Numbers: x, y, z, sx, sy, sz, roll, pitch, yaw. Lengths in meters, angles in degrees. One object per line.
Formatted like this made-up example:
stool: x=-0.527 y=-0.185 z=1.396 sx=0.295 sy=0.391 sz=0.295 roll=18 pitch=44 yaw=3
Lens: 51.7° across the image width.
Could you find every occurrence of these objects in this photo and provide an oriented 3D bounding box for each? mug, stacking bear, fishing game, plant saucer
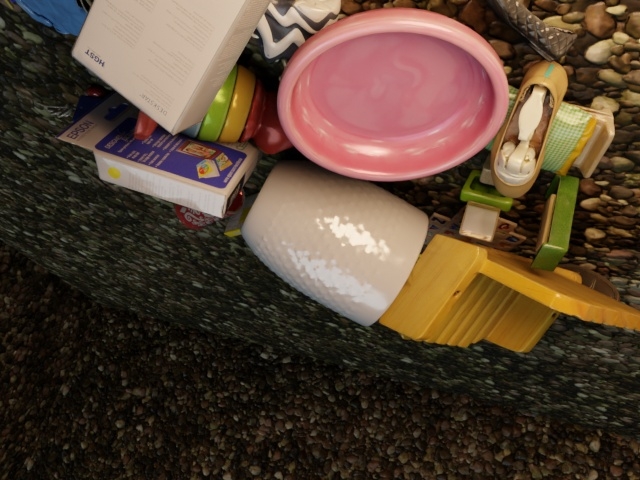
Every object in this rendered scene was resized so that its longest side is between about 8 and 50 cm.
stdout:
mug: x=-0.287 y=-0.103 z=1.659 sx=0.150 sy=0.113 sz=0.169 roll=33 pitch=152 yaw=-34
stacking bear: x=-0.163 y=-0.237 z=1.173 sx=0.289 sy=0.175 sz=0.164 roll=14 pitch=116 yaw=-17
mug: x=0.000 y=0.000 z=1.427 sx=0.328 sy=0.276 sz=0.374 roll=28 pitch=155 yaw=-6
fishing game: x=-0.473 y=-0.425 z=1.144 sx=0.264 sy=0.041 sz=0.189 roll=19 pitch=160 yaw=25
plant saucer: x=0.104 y=-0.216 z=0.977 sx=0.333 sy=0.084 sz=0.332 roll=2 pitch=148 yaw=1

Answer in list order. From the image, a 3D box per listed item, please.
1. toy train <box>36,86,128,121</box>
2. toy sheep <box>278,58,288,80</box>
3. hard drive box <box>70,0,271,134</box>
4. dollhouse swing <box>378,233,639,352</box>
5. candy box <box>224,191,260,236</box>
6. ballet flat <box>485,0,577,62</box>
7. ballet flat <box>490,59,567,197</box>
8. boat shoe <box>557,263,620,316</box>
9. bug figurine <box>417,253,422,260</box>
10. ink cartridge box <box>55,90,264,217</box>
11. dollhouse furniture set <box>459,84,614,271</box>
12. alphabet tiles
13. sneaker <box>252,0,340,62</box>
toy train: x=-0.484 y=-0.266 z=1.469 sx=0.248 sy=0.105 sz=0.143 roll=12 pitch=171 yaw=18
toy sheep: x=-0.018 y=-0.265 z=1.076 sx=0.132 sy=0.091 sz=0.091 roll=19 pitch=163 yaw=42
hard drive box: x=-0.194 y=-0.289 z=0.866 sx=0.181 sy=0.089 sz=0.232 roll=39 pitch=119 yaw=0
dollhouse swing: x=0.377 y=0.167 z=1.282 sx=0.347 sy=0.315 sz=0.305 roll=13 pitch=-153 yaw=-38
candy box: x=-0.163 y=-0.069 z=1.634 sx=0.027 sy=0.105 sz=0.206 roll=33 pitch=155 yaw=-30
ballet flat: x=0.256 y=-0.292 z=0.838 sx=0.173 sy=0.049 sz=0.057 roll=32 pitch=-160 yaw=-27
ballet flat: x=0.293 y=-0.148 z=0.969 sx=0.080 sy=0.073 sz=0.232 roll=19 pitch=131 yaw=18
boat shoe: x=0.534 y=0.117 z=1.497 sx=0.307 sy=0.110 sz=0.104 roll=11 pitch=163 yaw=46
bug figurine: x=0.111 y=0.019 z=1.655 sx=0.279 sy=0.072 sz=0.216 roll=15 pitch=158 yaw=12
ink cartridge box: x=-0.275 y=-0.180 z=1.233 sx=0.308 sy=0.303 sz=0.072 roll=17 pitch=125 yaw=3
dollhouse furniture set: x=0.332 y=-0.094 z=1.083 sx=0.198 sy=0.151 sz=0.301 roll=15 pitch=158 yaw=11
alphabet tiles: x=0.330 y=-0.012 z=1.469 sx=0.198 sy=0.009 sz=0.237 roll=20 pitch=157 yaw=-3
sneaker: x=-0.095 y=-0.328 z=0.967 sx=0.235 sy=0.094 sz=0.153 roll=11 pitch=150 yaw=-4
